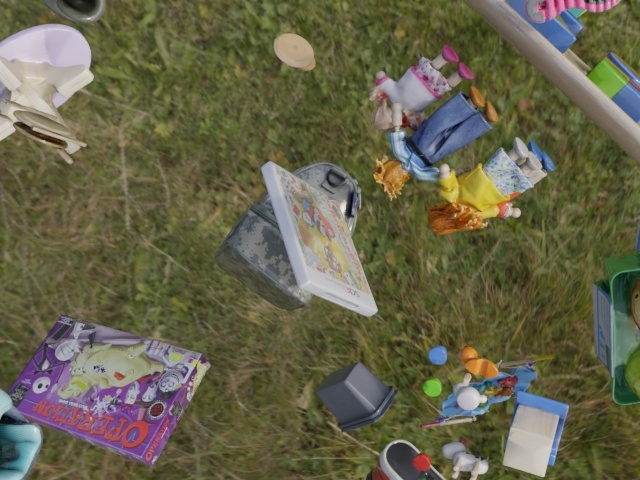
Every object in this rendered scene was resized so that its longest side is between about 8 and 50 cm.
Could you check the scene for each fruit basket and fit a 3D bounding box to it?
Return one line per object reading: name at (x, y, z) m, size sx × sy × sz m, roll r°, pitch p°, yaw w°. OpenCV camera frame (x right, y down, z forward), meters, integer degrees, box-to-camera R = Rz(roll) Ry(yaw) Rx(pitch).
fruit basket at (0.500, 0.167, 1.206) m, size 0.166 × 0.353 × 0.327 m, roll -6°, pitch 114°, yaw 9°

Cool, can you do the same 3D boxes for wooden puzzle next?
wooden puzzle at (0.373, -0.267, 1.233) m, size 0.322 × 0.348 × 0.080 m, roll 44°, pitch 112°, yaw 5°

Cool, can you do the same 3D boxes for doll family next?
doll family at (0.156, -0.098, 1.034) m, size 0.163 × 0.118 × 0.263 m, roll -38°, pitch 106°, yaw 28°

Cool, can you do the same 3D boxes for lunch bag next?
lunch bag at (-0.052, -0.015, 1.669) m, size 0.213 × 0.305 × 0.256 m, roll 35°, pitch 77°, yaw -4°

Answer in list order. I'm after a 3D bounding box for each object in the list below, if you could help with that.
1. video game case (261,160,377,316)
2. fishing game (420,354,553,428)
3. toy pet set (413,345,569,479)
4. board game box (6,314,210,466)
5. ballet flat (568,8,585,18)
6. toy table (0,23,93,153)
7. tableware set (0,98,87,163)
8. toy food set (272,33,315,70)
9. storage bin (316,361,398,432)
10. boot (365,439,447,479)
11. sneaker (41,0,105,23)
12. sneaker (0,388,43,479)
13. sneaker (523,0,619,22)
video game case at (0.000, 0.000, 1.354) m, size 0.026 × 0.206 × 0.227 m, roll -32°, pitch 59°, yaw 21°
fishing game at (0.303, 0.280, 1.505) m, size 0.189 × 0.264 × 0.041 m, roll 0°, pitch 55°, yaw -34°
toy pet set at (0.146, 0.141, 0.707) m, size 0.114 × 0.065 × 0.122 m, roll 14°, pitch 116°, yaw 18°
board game box at (-0.389, 0.259, 1.516) m, size 0.347 × 0.056 × 0.208 m, roll 10°, pitch 60°, yaw 29°
ballet flat at (0.548, -0.518, 1.744) m, size 0.231 × 0.077 × 0.077 m, roll -37°, pitch 38°, yaw 17°
toy table at (-0.578, -0.302, 1.696) m, size 0.274 × 0.252 × 0.161 m, roll -42°, pitch 44°, yaw 9°
tableware set at (-0.414, -0.154, 1.103) m, size 0.128 × 0.194 × 0.039 m, roll 36°, pitch 104°, yaw 45°
toy food set at (-0.050, -0.357, 1.594) m, size 0.083 × 0.020 × 0.082 m, roll -1°, pitch 63°, yaw -24°
storage bin at (0.063, 0.274, 1.529) m, size 0.091 × 0.135 × 0.098 m, roll 48°, pitch 53°, yaw -8°
boot at (0.176, 0.470, 1.435) m, size 0.088 × 0.176 × 0.244 m, roll -28°, pitch 65°, yaw -29°
sneaker at (-0.257, -0.296, 0.797) m, size 0.108 × 0.271 × 0.100 m, roll 41°, pitch 80°, yaw 5°
sneaker at (-0.284, 0.178, 0.667) m, size 0.122 × 0.283 × 0.110 m, roll 9°, pitch 62°, yaw -7°
sneaker at (0.305, -0.300, 1.027) m, size 0.119 × 0.057 × 0.047 m, roll -7°, pitch 118°, yaw 10°
